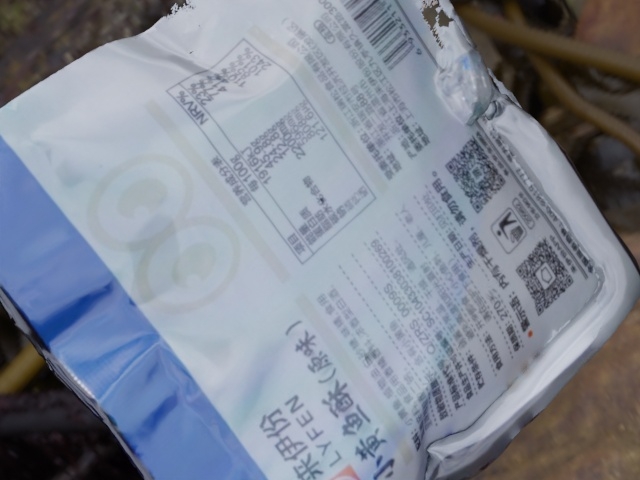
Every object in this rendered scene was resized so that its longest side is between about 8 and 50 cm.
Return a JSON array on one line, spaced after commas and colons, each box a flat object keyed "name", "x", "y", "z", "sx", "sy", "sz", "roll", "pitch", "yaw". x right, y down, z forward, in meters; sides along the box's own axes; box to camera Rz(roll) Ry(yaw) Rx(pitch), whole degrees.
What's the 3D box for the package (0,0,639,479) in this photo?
[{"name": "package", "x": 0.000, "y": 0.000, "z": 0.429, "sx": 0.173, "sy": 0.171, "sz": 0.027, "roll": -41, "pitch": 14, "yaw": -24}]
